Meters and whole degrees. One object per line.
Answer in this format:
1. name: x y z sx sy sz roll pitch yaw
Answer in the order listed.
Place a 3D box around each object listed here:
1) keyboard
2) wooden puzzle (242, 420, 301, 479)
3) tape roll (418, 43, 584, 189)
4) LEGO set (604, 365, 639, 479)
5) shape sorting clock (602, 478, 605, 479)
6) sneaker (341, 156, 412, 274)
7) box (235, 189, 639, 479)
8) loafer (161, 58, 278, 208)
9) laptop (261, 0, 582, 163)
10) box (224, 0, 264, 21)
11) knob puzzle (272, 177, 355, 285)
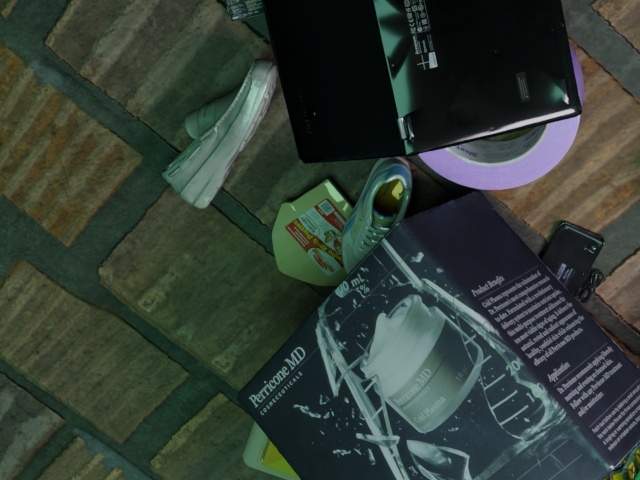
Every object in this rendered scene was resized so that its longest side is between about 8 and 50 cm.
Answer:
1. keyboard: 0.419 0.060 1.892 0.108 0.023 0.180 26 124 9
2. wooden puzzle: -0.024 0.404 2.209 0.239 0.044 0.221 22 123 4
3. tape roll: 0.264 -0.219 1.740 0.275 0.090 0.274 8 120 13
4. LEGO set: 0.633 0.326 1.914 0.331 0.192 0.255 -4 137 4
5. shape sorting clock: 0.591 0.505 2.081 0.206 0.040 0.206 8 121 13
6. sneaker: 0.090 -0.027 1.874 0.087 0.092 0.228 14 112 -5
7. box: 0.205 0.260 1.827 0.471 0.297 0.480 50 123 15
8. loafer: -0.172 -0.184 1.875 0.111 0.112 0.319 33 126 -5
9. laptop: 0.127 -0.331 1.672 0.408 0.236 0.381 -14 101 0
10. box: -0.113 -0.392 1.797 0.083 0.018 0.067 -11 115 22
11. knob puzzle: 0.000 0.000 1.979 0.213 0.030 0.213 7 121 12
